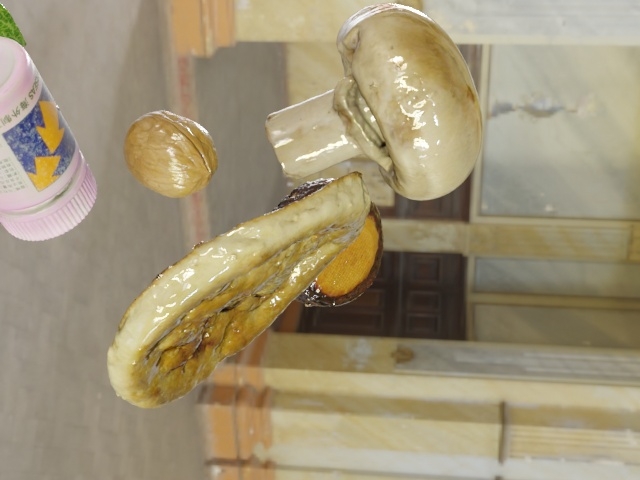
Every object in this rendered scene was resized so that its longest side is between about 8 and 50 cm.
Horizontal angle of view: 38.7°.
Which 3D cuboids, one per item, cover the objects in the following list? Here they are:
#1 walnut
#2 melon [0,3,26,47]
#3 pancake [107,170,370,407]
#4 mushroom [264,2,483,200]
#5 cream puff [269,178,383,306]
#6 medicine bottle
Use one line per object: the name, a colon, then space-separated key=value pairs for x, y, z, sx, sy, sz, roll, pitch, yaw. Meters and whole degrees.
walnut: x=-0.299 y=-0.172 z=1.827 sx=0.167 sy=0.207 sz=0.167 roll=-42 pitch=148 yaw=-34
melon: x=-0.834 y=-0.512 z=1.951 sx=0.343 sy=0.331 sz=0.226 roll=79 pitch=11 yaw=-74
pancake: x=-0.081 y=0.056 z=0.986 sx=0.065 sy=0.356 sz=0.356 roll=48 pitch=-1 yaw=10
mushroom: x=0.069 y=-0.175 z=1.277 sx=0.292 sy=0.290 sz=0.293 roll=-22 pitch=90 yaw=-89
cream puff: x=0.000 y=0.000 z=1.662 sx=0.239 sy=0.165 sz=0.239 roll=-13 pitch=112 yaw=-37
medicine bottle: x=-0.473 y=-0.149 z=1.400 sx=0.291 sy=0.178 sz=0.178 roll=73 pitch=19 yaw=-51
